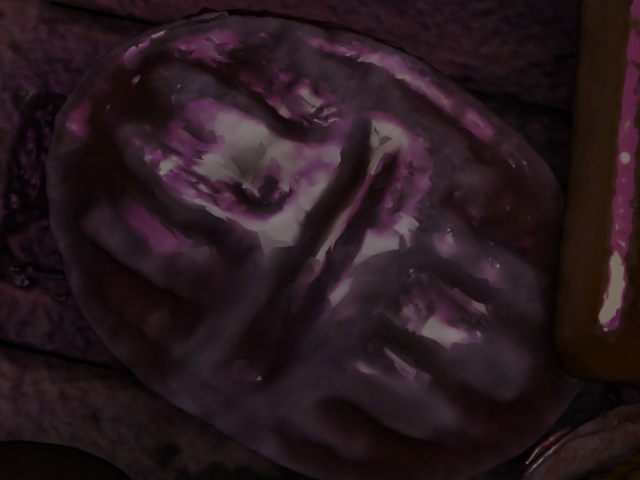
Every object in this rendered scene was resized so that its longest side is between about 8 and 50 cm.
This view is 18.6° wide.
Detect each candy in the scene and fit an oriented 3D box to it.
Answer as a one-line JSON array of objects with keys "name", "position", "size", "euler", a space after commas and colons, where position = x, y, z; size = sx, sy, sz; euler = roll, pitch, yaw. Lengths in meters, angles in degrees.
[{"name": "candy", "position": [0.000, 0.000, 1.001], "size": [0.289, 0.157, 0.214], "euler": [32, 97, -5]}]

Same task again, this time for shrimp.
[{"name": "shrimp", "position": [0.109, 0.166, 1.010], "size": [0.223, 0.126, 0.047], "euler": [-46, 46, -2]}]

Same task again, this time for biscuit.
[{"name": "biscuit", "position": [0.207, -0.059, 0.998], "size": [0.062, 0.237, 0.290], "euler": [0, 79, 42]}]

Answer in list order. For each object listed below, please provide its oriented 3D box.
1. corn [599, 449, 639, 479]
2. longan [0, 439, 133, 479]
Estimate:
[{"name": "corn", "position": [0.223, 0.141, 0.951], "size": [0.344, 0.131, 0.131], "euler": [-25, 84, -12]}, {"name": "longan", "position": [-0.165, 0.182, 0.964], "size": [0.189, 0.189, 0.189], "euler": [0, 82, -2]}]
